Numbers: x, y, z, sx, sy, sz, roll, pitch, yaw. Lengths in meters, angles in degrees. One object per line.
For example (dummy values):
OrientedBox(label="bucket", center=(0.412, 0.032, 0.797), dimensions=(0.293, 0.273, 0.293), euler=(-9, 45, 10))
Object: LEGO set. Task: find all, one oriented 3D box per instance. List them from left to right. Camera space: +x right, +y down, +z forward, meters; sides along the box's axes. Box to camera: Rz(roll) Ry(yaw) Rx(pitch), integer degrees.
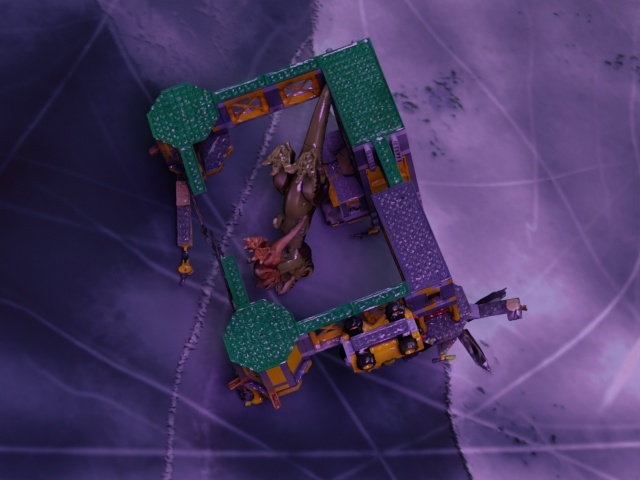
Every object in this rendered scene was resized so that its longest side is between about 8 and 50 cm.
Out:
OrientedBox(label="LEGO set", center=(0.000, 0.000, 1.694), dimensions=(0.255, 0.192, 0.331), euler=(-27, 64, -4))
